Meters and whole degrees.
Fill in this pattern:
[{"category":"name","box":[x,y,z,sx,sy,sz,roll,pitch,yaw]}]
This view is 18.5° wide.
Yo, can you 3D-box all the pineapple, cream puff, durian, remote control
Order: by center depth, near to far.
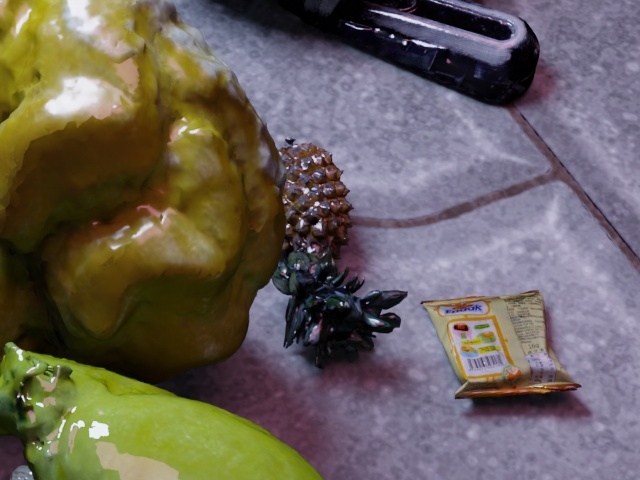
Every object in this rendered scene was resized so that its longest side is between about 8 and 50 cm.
[{"category":"durian","box":[-0.095,0.234,1.371,0.340,0.204,0.255,16,72,-5]},{"category":"cream puff","box":[-0.219,-0.024,1.479,0.378,0.378,0.275,34,53,18]},{"category":"pineapple","box":[0.000,0.001,1.647,0.103,0.083,0.221,-5,54,-14]},{"category":"remote control","box":[0.081,-0.213,1.854,0.266,0.066,0.090,23,46,8]}]

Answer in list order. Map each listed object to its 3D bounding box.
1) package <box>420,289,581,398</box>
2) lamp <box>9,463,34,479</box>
[{"category":"package","box":[0.149,0.086,1.638,0.108,0.031,0.120,-4,46,-14]},{"category":"lamp","box":[-0.255,0.207,1.433,0.091,0.091,0.163,34,36,18]}]
